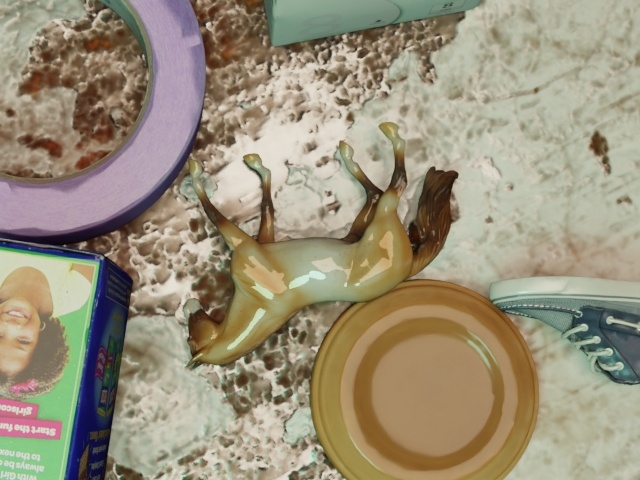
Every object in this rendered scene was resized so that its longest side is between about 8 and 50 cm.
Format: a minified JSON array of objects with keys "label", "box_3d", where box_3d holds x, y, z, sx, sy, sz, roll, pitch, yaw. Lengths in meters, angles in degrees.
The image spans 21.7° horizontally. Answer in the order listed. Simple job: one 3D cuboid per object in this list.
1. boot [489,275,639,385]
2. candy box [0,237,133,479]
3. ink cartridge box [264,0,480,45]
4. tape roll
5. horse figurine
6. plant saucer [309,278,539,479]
[{"label":"boot","box_3d":[0.237,0.078,1.427,0.190,0.069,0.086,3,81,-6]},{"label":"candy box","box_3d":[-0.230,0.168,1.278,0.122,0.268,0.317,7,84,-1]},{"label":"ink cartridge box","box_3d":[0.051,-0.227,1.358,0.189,0.232,0.066,-11,86,-5]},{"label":"tape roll","box_3d":[-0.234,-0.135,1.397,0.275,0.090,0.275,0,85,-5]},{"label":"horse figurine","box_3d":[0.000,0.000,1.417,0.263,0.066,0.174,-10,80,-4]},{"label":"plant saucer","box_3d":[0.091,0.131,1.426,0.200,0.037,0.200,0,84,-4]}]
